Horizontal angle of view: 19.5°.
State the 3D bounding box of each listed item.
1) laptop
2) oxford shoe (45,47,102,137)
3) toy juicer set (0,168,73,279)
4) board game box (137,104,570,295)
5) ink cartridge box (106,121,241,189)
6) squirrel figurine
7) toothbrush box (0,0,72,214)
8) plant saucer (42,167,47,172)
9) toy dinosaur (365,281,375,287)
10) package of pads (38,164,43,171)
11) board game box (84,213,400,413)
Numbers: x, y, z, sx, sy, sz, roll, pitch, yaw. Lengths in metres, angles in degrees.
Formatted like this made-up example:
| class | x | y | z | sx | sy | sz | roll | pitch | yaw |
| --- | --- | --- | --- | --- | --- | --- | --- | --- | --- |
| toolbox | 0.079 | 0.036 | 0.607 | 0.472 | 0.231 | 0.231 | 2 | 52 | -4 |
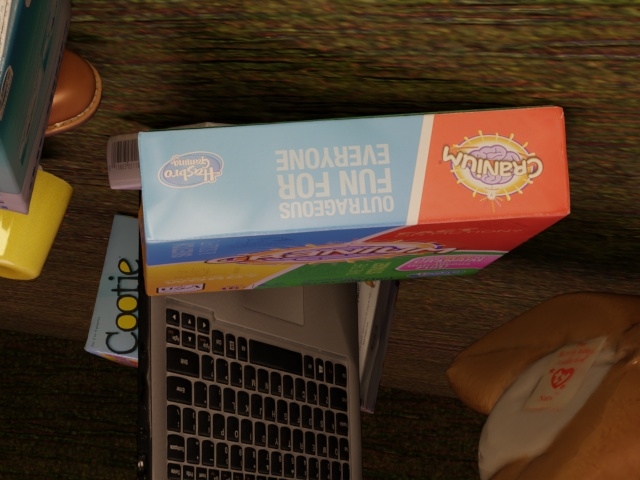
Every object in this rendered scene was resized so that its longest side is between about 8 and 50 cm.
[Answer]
| class | x | y | z | sx | sy | sz | roll | pitch | yaw |
| --- | --- | --- | --- | --- | --- | --- | --- | --- | --- |
| laptop | 0.047 | 0.160 | 1.505 | 0.236 | 0.407 | 0.382 | -7 | 167 | 24 |
| oxford shoe | -0.227 | -0.110 | 1.078 | 0.212 | 0.076 | 0.076 | 11 | 155 | -15 |
| toy juicer set | -0.334 | -0.051 | 1.157 | 0.329 | 0.089 | 0.209 | 17 | 166 | -23 |
| board game box | 0.005 | -0.018 | 1.179 | 0.242 | 0.064 | 0.316 | -4 | 173 | -5 |
| ink cartridge box | -0.041 | -0.059 | 1.329 | 0.179 | 0.045 | 0.145 | -3 | -179 | -34 |
| squirrel figurine | 0.327 | 0.208 | 1.439 | 0.370 | 0.397 | 0.281 | 45 | -157 | -20 |
| toothbrush box | -0.238 | -0.110 | 0.888 | 0.216 | 0.126 | 0.295 | 12 | 173 | -5 |
| plant saucer | -0.311 | 0.001 | 1.580 | 0.195 | 0.195 | 0.037 | 6 | 129 | 35 |
| toy dinosaur | 0.000 | 0.000 | 1.533 | 0.112 | 0.064 | 0.211 | 6 | 170 | 40 |
| package of pads | -0.379 | 0.015 | 1.464 | 0.229 | 0.296 | 0.101 | 6 | 130 | 35 |
| board game box | -0.074 | 0.075 | 1.870 | 0.275 | 0.144 | 0.142 | 11 | 172 | 10 |
